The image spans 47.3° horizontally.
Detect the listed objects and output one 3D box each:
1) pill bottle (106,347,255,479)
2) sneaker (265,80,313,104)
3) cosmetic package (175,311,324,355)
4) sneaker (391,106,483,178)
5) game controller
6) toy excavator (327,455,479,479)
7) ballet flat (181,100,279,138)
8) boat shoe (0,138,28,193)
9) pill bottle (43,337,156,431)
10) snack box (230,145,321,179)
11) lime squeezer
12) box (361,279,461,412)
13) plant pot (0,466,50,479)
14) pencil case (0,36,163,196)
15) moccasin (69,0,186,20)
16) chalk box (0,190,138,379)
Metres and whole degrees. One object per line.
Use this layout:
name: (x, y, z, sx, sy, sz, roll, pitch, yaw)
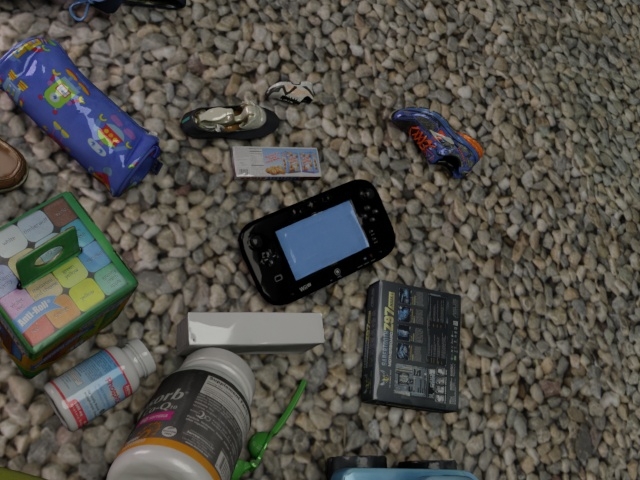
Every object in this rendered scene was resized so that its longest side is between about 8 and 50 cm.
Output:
pill bottle: (-0.194, 0.291, 1.097, 0.162, 0.162, 0.278, 37, 26, -8)
sneaker: (-0.060, -0.298, 1.485, 0.109, 0.040, 0.044, -10, 79, -26)
cosmetic package: (-0.122, 0.161, 1.269, 0.239, 0.099, 0.060, 3, 72, -23)
sneaker: (0.247, -0.212, 1.569, 0.221, 0.083, 0.087, 29, 72, -8)
game controller: (0.000, 0.000, 1.395, 0.319, 0.067, 0.166, -24, 83, -27)
toy excavator: (0.123, 0.428, 1.087, 0.433, 0.445, 0.222, 8, 69, -21)
ballet flat: (-0.164, -0.232, 1.400, 0.203, 0.074, 0.074, -8, 76, -26)
boat shoe: (-0.621, -0.164, 1.158, 0.307, 0.104, 0.111, 20, 66, -16)
pill bottle: (-0.346, 0.223, 1.157, 0.160, 0.087, 0.087, -32, 87, -28)
snack box: (-0.086, -0.151, 1.433, 0.178, 0.022, 0.064, -2, 73, -24)
lime squeezer: (-0.134, 0.343, 1.239, 0.310, 0.059, 0.110, -19, 49, -27)
box: (0.177, 0.205, 1.406, 0.183, 0.059, 0.233, 12, 69, -20)
plant pot: (-0.377, 0.446, 0.993, 0.293, 0.275, 0.275, 17, 66, -35)
pencil case: (-0.409, -0.214, 1.258, 0.306, 0.119, 0.133, 43, 85, -5)
moccasin: (-0.386, -0.477, 1.337, 0.342, 0.138, 0.117, -15, 93, -35)
chalk box: (-0.398, 0.063, 1.073, 0.180, 0.289, 0.179, -36, 89, -29)
